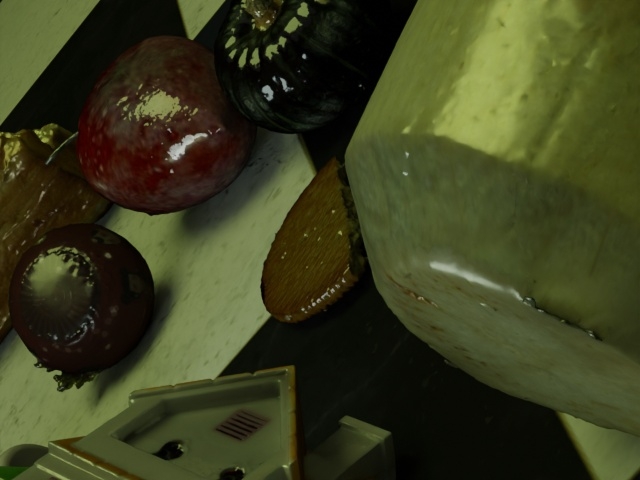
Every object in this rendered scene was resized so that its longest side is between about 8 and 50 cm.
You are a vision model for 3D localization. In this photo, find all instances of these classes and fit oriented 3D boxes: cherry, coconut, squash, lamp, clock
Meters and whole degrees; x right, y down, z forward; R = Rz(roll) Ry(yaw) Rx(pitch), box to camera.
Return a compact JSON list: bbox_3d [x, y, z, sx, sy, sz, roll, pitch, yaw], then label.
[{"bbox_3d":[-0.156,-0.118,1.835,0.192,0.175,0.250,-46,21,-21],"label":"cherry"},{"bbox_3d":[0.175,-0.059,0.990,0.323,0.323,0.323,-43,26,27],"label":"coconut"},{"bbox_3d":[-0.019,-0.200,1.720,0.193,0.156,0.193,-25,61,58],"label":"squash"},{"bbox_3d":[-0.245,0.062,1.828,0.157,0.156,0.135,-38,-16,14],"label":"lamp"},{"bbox_3d":[-0.096,0.208,1.204,0.235,0.166,0.309,18,37,36],"label":"clock"}]

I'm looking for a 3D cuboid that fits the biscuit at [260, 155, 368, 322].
[{"bbox_3d":[-0.007,0.011,1.566,0.126,0.025,0.206,-45,24,21],"label":"biscuit"}]

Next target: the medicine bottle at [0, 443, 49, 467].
[{"bbox_3d":[-0.316,0.311,1.619,0.250,0.133,0.133,-44,25,21],"label":"medicine bottle"}]

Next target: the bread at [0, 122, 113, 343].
[{"bbox_3d":[-0.415,0.001,2.161,0.344,0.195,0.149,-50,44,12],"label":"bread"}]
